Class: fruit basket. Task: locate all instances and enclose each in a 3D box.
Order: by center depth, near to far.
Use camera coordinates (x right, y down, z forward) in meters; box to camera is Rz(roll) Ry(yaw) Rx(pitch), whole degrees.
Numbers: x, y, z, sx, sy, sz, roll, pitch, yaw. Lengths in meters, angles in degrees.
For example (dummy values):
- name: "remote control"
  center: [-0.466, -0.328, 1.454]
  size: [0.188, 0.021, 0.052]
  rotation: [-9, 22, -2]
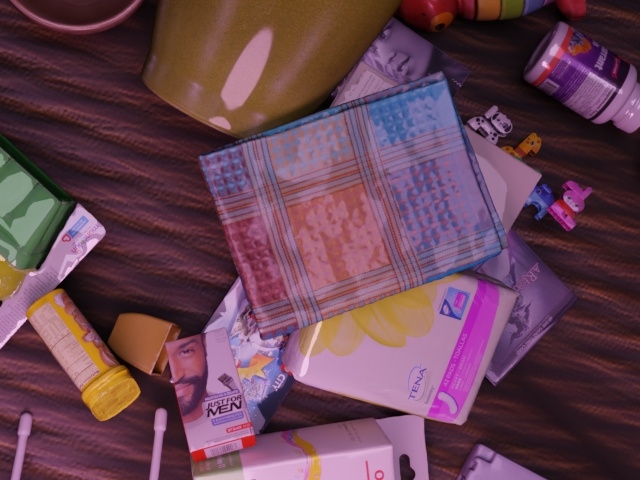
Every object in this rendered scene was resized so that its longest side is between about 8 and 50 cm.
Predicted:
- name: "fruit basket"
  center: [-0.537, 0.006, 1.434]
  size: [0.327, 0.165, 0.353]
  rotation: [42, 97, -2]

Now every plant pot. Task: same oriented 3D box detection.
- name: "plant pot"
  center: [-0.076, -0.331, 1.410]
  size: [0.366, 0.366, 0.353]
  rotation: [27, 104, -5]
- name: "plant pot"
  center: [-0.262, 0.145, 1.479]
  size: [0.083, 0.081, 0.081]
  rotation: [22, 83, 7]
- name: "plant pot"
  center: [-0.359, -0.414, 1.491]
  size: [0.237, 0.110, 0.237]
  rotation: [0, 86, -8]

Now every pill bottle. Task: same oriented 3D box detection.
- name: "pill bottle"
  center: [0.428, -0.252, 1.588]
  size: [0.193, 0.108, 0.108]
  rotation: [30, 82, -5]

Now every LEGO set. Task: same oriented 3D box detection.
- name: "LEGO set"
  center: [0.331, -0.122, 1.579]
  size: [0.093, 0.087, 0.227]
  rotation: [-42, 86, -12]

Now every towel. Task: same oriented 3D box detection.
- name: "towel"
  center: [0.050, -0.050, 1.360]
  size: [0.370, 0.040, 0.271]
  rotation: [-20, 89, -12]

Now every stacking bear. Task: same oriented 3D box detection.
- name: "stacking bear"
  center: [0.254, -0.405, 1.557]
  size: [0.289, 0.175, 0.164]
  rotation: [-15, 74, 0]

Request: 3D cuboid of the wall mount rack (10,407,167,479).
- name: "wall mount rack"
  center: [-0.327, 0.399, 1.413]
  size: [0.350, 0.130, 0.304]
  rotation: [-3, 90, 2]

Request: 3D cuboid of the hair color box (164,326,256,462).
- name: "hair color box"
  center: [-0.156, 0.216, 1.420]
  size: [0.093, 0.053, 0.167]
  rotation: [-15, 61, -8]

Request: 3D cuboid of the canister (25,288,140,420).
- name: "canister"
  center: [-0.336, 0.160, 1.423]
  size: [0.073, 0.126, 0.170]
  rotation: [-36, 75, -15]

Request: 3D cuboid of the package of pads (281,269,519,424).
- name: "package of pads"
  center: [0.113, 0.131, 1.474]
  size: [0.296, 0.101, 0.229]
  rotation: [19, 98, -18]

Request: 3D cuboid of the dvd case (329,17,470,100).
- name: "dvd case"
  center: [0.104, -0.263, 1.589]
  size: [0.221, 0.018, 0.164]
  rotation: [34, 82, -4]

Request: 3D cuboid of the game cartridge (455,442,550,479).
- name: "game cartridge"
  center: [0.260, 0.486, 1.536]
  size: [0.198, 0.062, 0.297]
  rotation: [29, 82, -9]

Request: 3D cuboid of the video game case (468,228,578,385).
- name: "video game case"
  center: [0.244, 0.062, 1.581]
  size: [0.196, 0.026, 0.274]
  rotation: [-44, 91, -9]

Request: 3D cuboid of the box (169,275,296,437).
- name: "box"
  center: [-0.097, 0.156, 1.515]
  size: [0.159, 0.044, 0.233]
  rotation: [34, 82, -4]

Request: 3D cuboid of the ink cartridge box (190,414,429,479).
- name: "ink cartridge box"
  center: [0.001, 0.383, 1.454]
  size: [0.353, 0.119, 0.207]
  rotation: [-8, 101, -9]

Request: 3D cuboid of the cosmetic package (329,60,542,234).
- name: "cosmetic package"
  center: [0.151, -0.124, 1.493]
  size: [0.309, 0.160, 0.113]
  rotation: [33, 83, -1]
